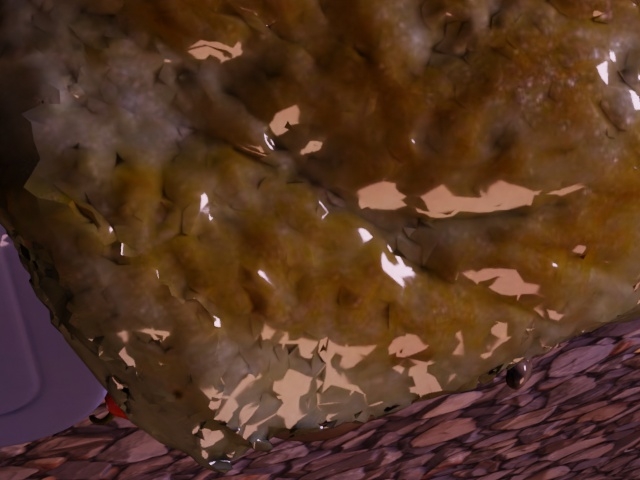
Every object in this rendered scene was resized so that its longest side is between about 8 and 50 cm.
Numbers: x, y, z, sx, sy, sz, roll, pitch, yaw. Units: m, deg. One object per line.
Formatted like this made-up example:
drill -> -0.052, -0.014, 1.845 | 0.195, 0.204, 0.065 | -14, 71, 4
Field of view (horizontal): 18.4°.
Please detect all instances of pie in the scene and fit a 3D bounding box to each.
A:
pie -> 0.035, -0.126, 0.823 | 0.395, 0.418, 0.180 | -6, 174, -16

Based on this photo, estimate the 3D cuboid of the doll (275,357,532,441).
doll -> 0.063, 0.070, 1.703 | 0.330, 0.174, 0.235 | -18, -165, 12

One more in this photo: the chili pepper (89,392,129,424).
chili pepper -> -0.157, 0.124, 1.822 | 0.059, 0.050, 0.191 | 16, 135, -33

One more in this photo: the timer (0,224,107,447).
timer -> -0.276, -0.051, 0.902 | 0.395, 0.173, 0.395 | -2, 145, -2
